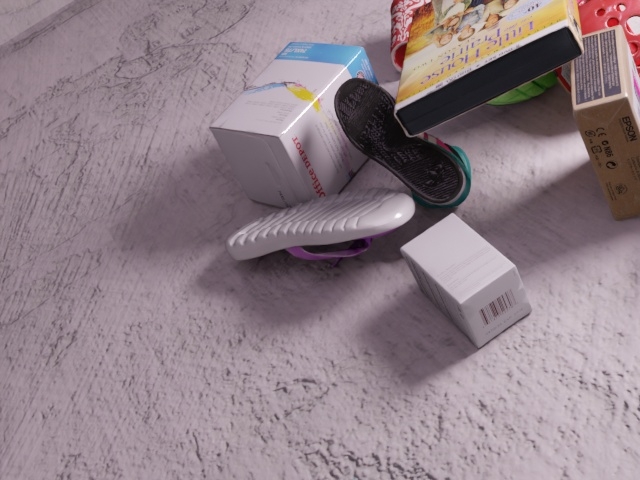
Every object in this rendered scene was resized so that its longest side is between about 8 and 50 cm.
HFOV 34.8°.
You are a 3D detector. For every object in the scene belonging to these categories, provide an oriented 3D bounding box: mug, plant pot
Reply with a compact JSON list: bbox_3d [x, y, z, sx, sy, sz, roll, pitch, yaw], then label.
[{"bbox_3d":[0.213,-0.439,2.141,0.150,0.113,0.169,-13,43,22],"label":"mug"},{"bbox_3d":[0.496,-0.340,1.783,0.174,0.191,0.191,-31,37,2],"label":"plant pot"}]

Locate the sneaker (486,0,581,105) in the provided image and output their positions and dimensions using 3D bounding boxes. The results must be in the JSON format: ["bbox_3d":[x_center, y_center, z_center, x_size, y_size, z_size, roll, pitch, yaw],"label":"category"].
[{"bbox_3d":[0.396,-0.420,1.987,0.202,0.185,0.483,-9,34,52],"label":"sneaker"}]

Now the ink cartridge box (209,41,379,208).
[{"bbox_3d":[-0.031,-0.219,1.962,0.197,0.198,0.270,14,53,41],"label":"ink cartridge box"}]

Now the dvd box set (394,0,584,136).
[{"bbox_3d":[0.282,-0.356,1.728,0.307,0.062,0.420,-24,27,25],"label":"dvd box set"}]

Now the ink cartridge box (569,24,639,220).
[{"bbox_3d":[0.459,-0.181,1.579,0.088,0.234,0.193,-14,40,25],"label":"ink cartridge box"}]

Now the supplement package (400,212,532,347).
[{"bbox_3d":[0.221,0.058,1.559,0.105,0.105,0.179,-34,38,-6],"label":"supplement package"}]

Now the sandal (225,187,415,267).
[{"bbox_3d":[0.009,-0.008,1.784,0.416,0.102,0.169,-7,26,45],"label":"sandal"}]

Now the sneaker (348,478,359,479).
[{"bbox_3d":[0.048,0.402,1.277,0.110,0.107,0.275,-20,37,-5],"label":"sneaker"}]

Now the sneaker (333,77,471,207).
[{"bbox_3d":[0.157,-0.159,1.779,0.124,0.178,0.295,-46,68,8],"label":"sneaker"}]
